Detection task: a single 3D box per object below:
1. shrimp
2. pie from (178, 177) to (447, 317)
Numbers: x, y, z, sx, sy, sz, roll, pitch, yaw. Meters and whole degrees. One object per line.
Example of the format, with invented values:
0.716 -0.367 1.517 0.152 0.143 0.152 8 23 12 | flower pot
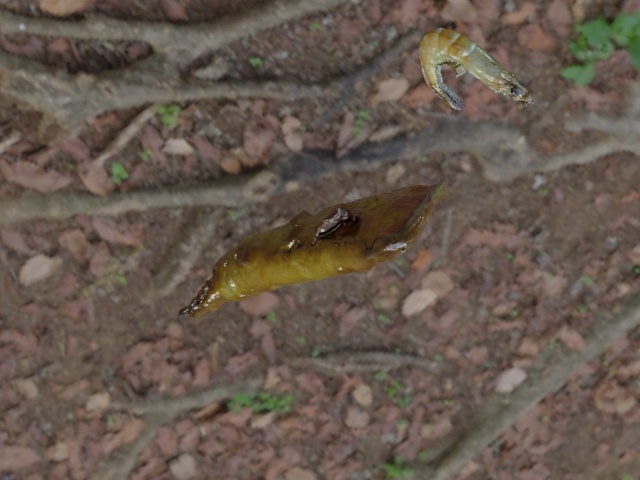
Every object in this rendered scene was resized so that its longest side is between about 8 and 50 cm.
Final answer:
0.130 -0.132 1.000 0.023 0.114 0.083 -45 157 -28 | shrimp
0.003 -0.001 0.565 0.088 0.191 0.033 -25 93 -36 | pie
